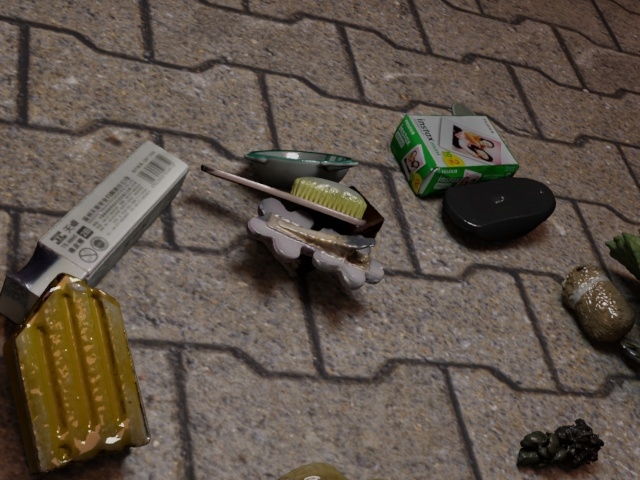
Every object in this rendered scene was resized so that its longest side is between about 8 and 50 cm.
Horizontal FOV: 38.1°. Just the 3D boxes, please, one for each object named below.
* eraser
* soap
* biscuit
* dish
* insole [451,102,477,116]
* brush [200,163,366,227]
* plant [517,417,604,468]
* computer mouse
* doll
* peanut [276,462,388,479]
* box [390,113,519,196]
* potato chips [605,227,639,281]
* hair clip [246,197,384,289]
[{"bbox_3d":[-0.358,-0.012,1.505,0.098,0.096,0.404,33,43,1],"label":"eraser"},{"bbox_3d":[-0.343,0.175,1.277,0.160,0.080,0.258,-9,80,-35],"label":"soap"},{"bbox_3d":[0.002,-0.017,1.727,0.252,0.070,0.106,-25,64,-42],"label":"biscuit"},{"bbox_3d":[-0.031,-0.125,1.757,0.224,0.078,0.246,-1,10,-33],"label":"dish"},{"bbox_3d":[0.375,-0.248,2.198,0.080,0.003,0.232,-5,53,-32],"label":"insole"},{"bbox_3d":[-0.060,-0.098,1.658,0.312,0.072,0.067,18,87,-4],"label":"brush"},{"bbox_3d":[0.417,0.356,1.605,0.174,0.087,0.085,-1,76,-24],"label":"plant"},{"bbox_3d":[0.374,-0.059,1.960,0.269,0.086,0.138,-10,47,-26],"label":"computer mouse"},{"bbox_3d":[0.569,0.147,1.862,0.105,0.115,0.221,-22,68,-10],"label":"doll"},{"bbox_3d":[0.025,0.383,1.334,0.236,0.110,0.120,6,34,-26],"label":"peanut"},{"bbox_3d":[0.290,-0.185,2.020,0.250,0.103,0.180,-4,52,-32],"label":"box"},{"bbox_3d":[0.691,0.152,1.875,0.373,0.097,0.389,46,26,-38],"label":"potato chips"},{"bbox_3d":[-0.003,0.005,1.607,0.256,0.075,0.146,18,42,-5],"label":"hair clip"}]
